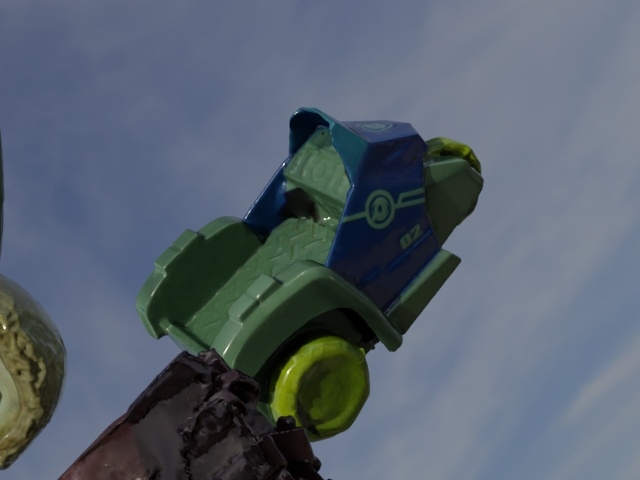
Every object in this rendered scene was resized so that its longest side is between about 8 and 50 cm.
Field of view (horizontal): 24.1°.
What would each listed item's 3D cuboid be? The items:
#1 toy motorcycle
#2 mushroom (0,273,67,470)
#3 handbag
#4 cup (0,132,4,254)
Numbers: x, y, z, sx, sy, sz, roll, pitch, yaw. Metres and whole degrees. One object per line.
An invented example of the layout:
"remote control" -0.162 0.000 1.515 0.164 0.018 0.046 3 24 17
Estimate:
"toy motorcycle" 0.000 0.000 1.331 0.326 0.191 0.200 -48 -54 -11
"mushroom" -0.391 0.172 1.742 0.267 0.164 0.189 -53 8 12
"handbag" -0.086 0.212 1.125 0.216 0.203 0.074 -46 -12 20
"cup" -0.286 -0.031 0.263 0.392 0.310 0.400 -45 -54 -65
